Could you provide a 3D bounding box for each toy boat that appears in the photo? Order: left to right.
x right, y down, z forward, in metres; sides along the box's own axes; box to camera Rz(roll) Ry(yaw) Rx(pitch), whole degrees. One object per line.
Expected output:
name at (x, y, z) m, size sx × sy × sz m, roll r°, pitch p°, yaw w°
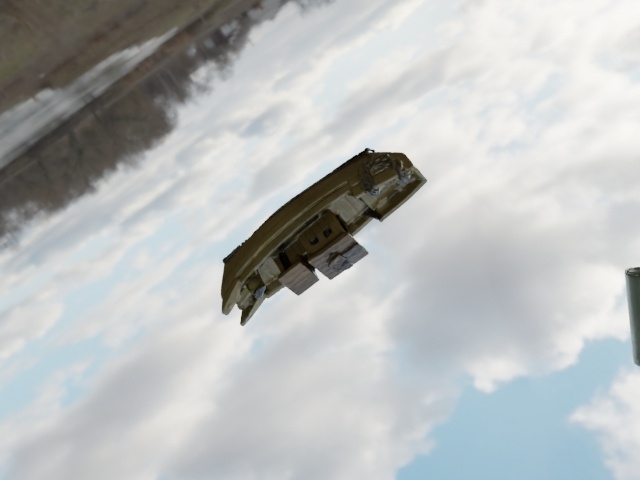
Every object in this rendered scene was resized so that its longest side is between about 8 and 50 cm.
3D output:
toy boat at (0.000, 0.000, 0.737) m, size 0.206 × 0.064 × 0.072 m, roll -39°, pitch -130°, yaw 8°

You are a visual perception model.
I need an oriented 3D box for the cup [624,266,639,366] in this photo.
cup at (0.297, 0.064, 0.753) m, size 0.055 × 0.083 × 0.075 m, roll -2°, pitch -171°, yaw 21°
